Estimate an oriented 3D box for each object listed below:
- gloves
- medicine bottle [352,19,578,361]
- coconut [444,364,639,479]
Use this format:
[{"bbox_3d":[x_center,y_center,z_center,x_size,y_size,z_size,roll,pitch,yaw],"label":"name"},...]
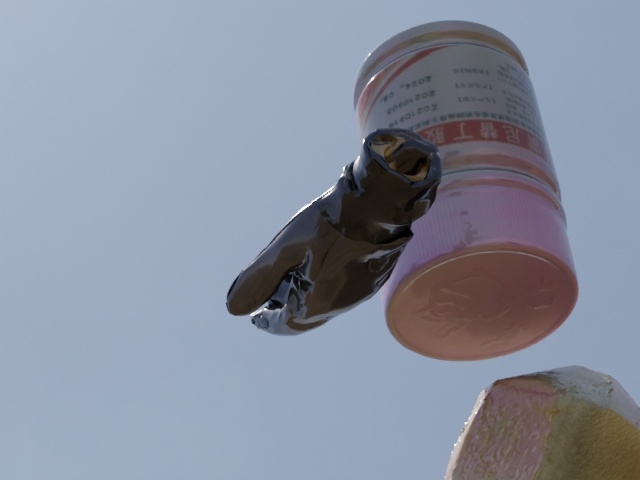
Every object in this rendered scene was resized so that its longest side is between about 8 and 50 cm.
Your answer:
[{"bbox_3d":[0.006,0.006,1.264,0.142,0.119,0.285,-8,-21,-36],"label":"gloves"},{"bbox_3d":[0.146,-0.056,1.475,0.202,0.316,0.202,-5,-38,-4],"label":"medicine bottle"},{"bbox_3d":[0.227,0.236,1.358,0.233,0.245,0.233,19,-25,9],"label":"coconut"}]
